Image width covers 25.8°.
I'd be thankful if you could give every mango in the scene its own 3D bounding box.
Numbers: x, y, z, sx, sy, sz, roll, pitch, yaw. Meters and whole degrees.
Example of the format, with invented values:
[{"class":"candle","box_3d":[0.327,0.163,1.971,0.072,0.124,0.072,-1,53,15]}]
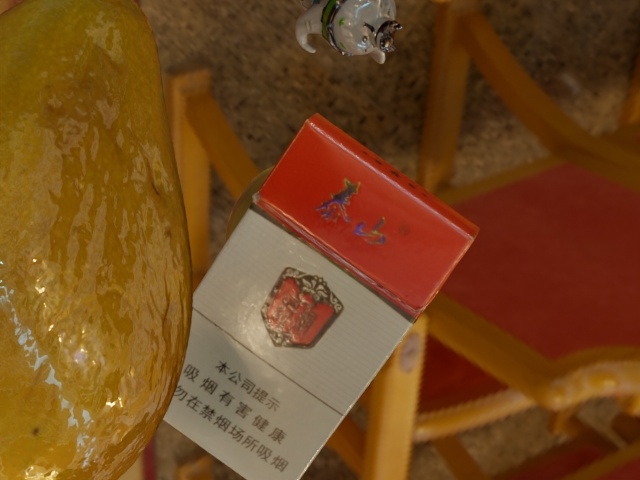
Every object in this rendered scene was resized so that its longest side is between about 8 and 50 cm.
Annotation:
[{"class":"mango","box_3d":[-0.138,0.004,0.705,0.176,0.119,0.316,26,61,-40]}]

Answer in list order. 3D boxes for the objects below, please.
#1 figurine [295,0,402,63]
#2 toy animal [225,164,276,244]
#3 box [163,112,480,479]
[{"class":"figurine","box_3d":[0.031,-0.292,1.761,0.126,0.192,0.147,-36,140,-16]},{"class":"toy animal","box_3d":[-0.001,-0.002,1.576,0.216,0.191,0.338,-47,171,27]},{"class":"box","box_3d":[-0.015,0.050,0.947,0.245,0.139,0.035,-54,177,23]}]
